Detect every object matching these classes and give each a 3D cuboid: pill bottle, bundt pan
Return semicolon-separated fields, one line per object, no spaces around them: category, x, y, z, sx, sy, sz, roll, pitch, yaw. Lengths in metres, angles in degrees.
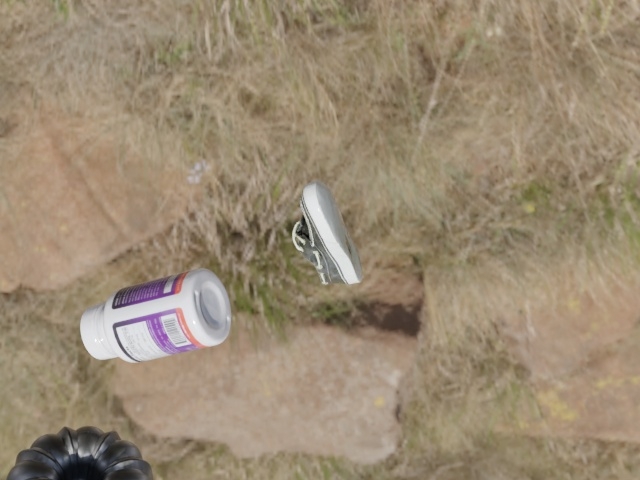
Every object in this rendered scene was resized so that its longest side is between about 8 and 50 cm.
pill bottle;-0.230;0.109;1.451;0.194;0.108;0.108;-14;136;24
bundt pan;-0.491;0.508;2.149;0.331;0.330;0.124;3;128;-12

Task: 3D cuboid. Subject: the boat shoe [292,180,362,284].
boat shoe;0.000;0.000;1.449;0.070;0.077;0.219;-11;143;11
